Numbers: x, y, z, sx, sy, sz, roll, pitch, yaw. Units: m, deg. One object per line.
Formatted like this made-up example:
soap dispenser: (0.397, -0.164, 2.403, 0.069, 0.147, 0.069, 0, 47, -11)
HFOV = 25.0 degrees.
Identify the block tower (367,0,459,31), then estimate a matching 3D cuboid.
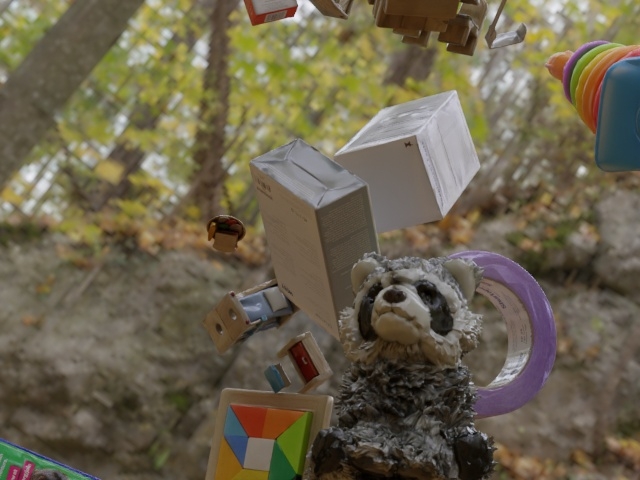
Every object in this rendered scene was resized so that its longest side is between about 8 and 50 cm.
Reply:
block tower: (0.090, -0.383, 1.816, 0.097, 0.335, 0.091, 3, -51, -14)

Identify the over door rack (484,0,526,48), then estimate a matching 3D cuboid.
over door rack: (0.203, -0.427, 1.978, 0.324, 0.108, 0.239, 77, -4, -70)

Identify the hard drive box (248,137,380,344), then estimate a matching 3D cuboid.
hard drive box: (0.000, 0.000, 2.023, 0.181, 0.089, 0.232, 38, -33, 48)

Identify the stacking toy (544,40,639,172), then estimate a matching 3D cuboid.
stacking toy: (0.410, -0.221, 2.054, 0.302, 0.175, 0.166, -132, -140, -60)

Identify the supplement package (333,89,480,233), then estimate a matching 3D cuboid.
supplement package: (0.134, -0.118, 2.170, 0.134, 0.244, 0.139, -13, -75, 24)

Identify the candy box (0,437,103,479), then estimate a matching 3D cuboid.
candy box: (-0.471, 0.345, 1.911, 0.317, 0.122, 0.268, 25, -31, -17)

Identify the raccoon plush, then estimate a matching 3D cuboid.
raccoon plush: (0.089, 0.215, 1.802, 0.216, 0.299, 0.446, 10, -35, -3)

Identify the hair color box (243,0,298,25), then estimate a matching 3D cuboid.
hair color box: (-0.090, -0.406, 2.212, 0.043, 0.072, 0.141, 125, -51, -71)

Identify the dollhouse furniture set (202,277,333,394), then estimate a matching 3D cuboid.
dollhouse furniture set: (-0.076, 0.164, 2.339, 0.184, 0.129, 0.129, 60, -33, 11)

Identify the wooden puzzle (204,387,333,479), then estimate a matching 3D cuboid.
wooden puzzle: (-0.095, 0.353, 2.349, 0.238, 0.221, 0.044, -1, -18, 35)

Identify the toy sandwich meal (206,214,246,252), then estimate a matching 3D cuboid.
toy sandwich meal: (-0.184, -0.013, 2.789, 0.085, 0.029, 0.085, 4, -43, 4)

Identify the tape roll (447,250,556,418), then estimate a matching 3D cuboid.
tape roll: (0.252, 0.159, 2.401, 0.275, 0.275, 0.090, 39, -21, -9)

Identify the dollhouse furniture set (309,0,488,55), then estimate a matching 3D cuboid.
dollhouse furniture set: (0.114, -0.395, 2.069, 0.242, 0.161, 0.212, 15, -9, 27)
